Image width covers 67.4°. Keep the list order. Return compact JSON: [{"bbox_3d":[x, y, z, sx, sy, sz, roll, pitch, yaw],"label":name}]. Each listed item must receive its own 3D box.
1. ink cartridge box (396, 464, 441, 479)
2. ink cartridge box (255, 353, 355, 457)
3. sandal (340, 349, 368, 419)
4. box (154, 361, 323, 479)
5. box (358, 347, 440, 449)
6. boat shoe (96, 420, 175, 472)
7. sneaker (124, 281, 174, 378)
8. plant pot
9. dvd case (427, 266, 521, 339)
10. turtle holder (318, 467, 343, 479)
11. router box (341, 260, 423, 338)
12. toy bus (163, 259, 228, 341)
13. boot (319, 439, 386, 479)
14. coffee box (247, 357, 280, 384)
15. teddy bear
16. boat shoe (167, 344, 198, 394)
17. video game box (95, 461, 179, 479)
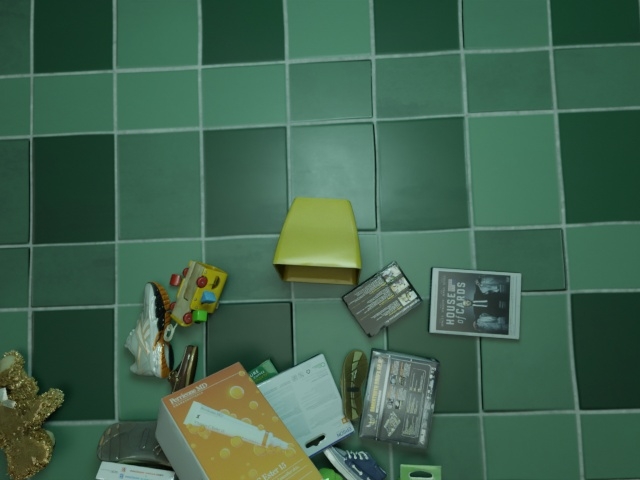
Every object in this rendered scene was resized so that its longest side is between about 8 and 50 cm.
[{"bbox_3d":[0.254,0.682,1.253,0.109,0.062,0.209,2,86,3],"label":"ink cartridge box"},{"bbox_3d":[-0.051,0.443,1.253,0.223,0.045,0.224,-20,83,-22],"label":"ink cartridge box"},{"bbox_3d":[0.082,0.383,1.284,0.072,0.049,0.180,12,73,-20],"label":"sandal"},{"bbox_3d":[-0.196,0.492,1.099,0.345,0.215,0.168,45,133,28],"label":"box"},{"bbox_3d":[0.208,0.418,1.276,0.183,0.056,0.231,9,86,4],"label":"box"},{"bbox_3d":[-0.396,0.543,1.262,0.355,0.130,0.132,-1,47,10],"label":"boat shoe"},{"bbox_3d":[-0.476,0.244,1.301,0.121,0.099,0.262,-5,85,7],"label":"sneaker"},{"bbox_3d":[0.000,0.000,1.247,0.212,0.212,0.187,3,74,3],"label":"plant pot"},{"bbox_3d":[0.416,0.168,1.297,0.239,0.029,0.179,4,86,2],"label":"dvd case"},{"bbox_3d":[-0.055,0.754,1.201,0.227,0.243,0.320,19,47,-11],"label":"turtle holder"},{"bbox_3d":[0.166,0.159,1.300,0.179,0.046,0.133,-34,86,0],"label":"router box"},{"bbox_3d":[-0.325,0.157,1.293,0.202,0.104,0.191,-35,52,32],"label":"toy bus"},{"bbox_3d":[0.085,0.580,1.272,0.086,0.069,0.190,-42,94,-8],"label":"boot"},{"bbox_3d":[-0.135,0.425,1.298,0.113,0.040,0.184,-34,86,-2],"label":"coffee box"},{"bbox_3d":[-0.819,0.468,1.305,0.338,0.113,0.245,38,81,12],"label":"teddy bear"},{"bbox_3d":[-0.379,0.383,1.296,0.073,0.073,0.207,10,86,1],"label":"boat shoe"},{"bbox_3d":[-0.445,0.624,1.227,0.187,0.205,0.048,5,51,1],"label":"video game box"}]
